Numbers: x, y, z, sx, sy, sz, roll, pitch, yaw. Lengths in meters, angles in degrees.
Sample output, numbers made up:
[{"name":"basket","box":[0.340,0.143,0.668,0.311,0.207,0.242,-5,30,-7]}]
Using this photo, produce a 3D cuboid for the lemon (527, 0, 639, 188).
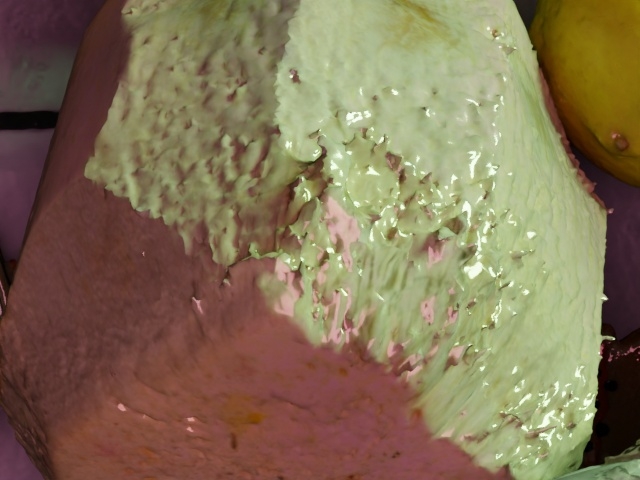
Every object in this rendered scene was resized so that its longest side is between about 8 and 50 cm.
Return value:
[{"name":"lemon","box":[0.209,-0.117,0.962,0.178,0.178,0.203,45,67,-5]}]

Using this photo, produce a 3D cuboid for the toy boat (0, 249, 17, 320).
[{"name":"toy boat","box":[-0.211,0.033,1.009,0.089,0.071,0.185,-15,95,0]}]

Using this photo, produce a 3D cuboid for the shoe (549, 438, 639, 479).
[{"name":"shoe","box":[0.222,0.118,0.827,0.351,0.172,0.198,11,78,-34]}]

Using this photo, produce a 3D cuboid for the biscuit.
[{"name":"biscuit","box":[0.161,0.100,1.056,0.130,0.019,0.119,8,95,-3]}]

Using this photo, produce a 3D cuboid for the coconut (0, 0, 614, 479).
[{"name":"coconut","box":[0.000,0.000,0.910,0.297,0.309,0.297,4,136,4]}]
